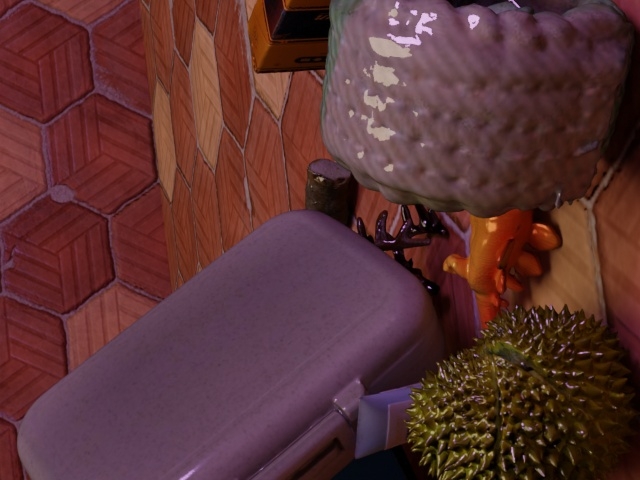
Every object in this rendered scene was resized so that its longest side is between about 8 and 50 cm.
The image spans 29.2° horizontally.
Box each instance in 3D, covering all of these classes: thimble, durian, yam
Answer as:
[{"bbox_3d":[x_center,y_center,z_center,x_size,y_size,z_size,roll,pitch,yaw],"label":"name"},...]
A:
[{"bbox_3d":[0.110,-0.120,0.870,0.219,0.219,0.150,-119,31,-53],"label":"thimble"},{"bbox_3d":[0.146,0.136,0.912,0.146,0.159,0.198,50,135,10],"label":"durian"},{"bbox_3d":[0.000,0.000,1.547,0.253,0.061,0.061,99,158,-44],"label":"yam"}]

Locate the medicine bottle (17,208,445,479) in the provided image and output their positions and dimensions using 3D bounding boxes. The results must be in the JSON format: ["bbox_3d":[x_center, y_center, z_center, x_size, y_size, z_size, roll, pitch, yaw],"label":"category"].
[{"bbox_3d":[-0.082,0.138,1.117,0.282,0.375,0.123,36,158,50],"label":"medicine bottle"}]

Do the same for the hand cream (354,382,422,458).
[{"bbox_3d":[0.105,0.139,1.042,0.043,0.171,0.065,41,136,50],"label":"hand cream"}]

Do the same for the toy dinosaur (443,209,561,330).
[{"bbox_3d":[0.150,-0.037,1.022,0.117,0.070,0.288,21,120,60],"label":"toy dinosaur"}]

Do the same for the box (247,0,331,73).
[{"bbox_3d":[0.026,-0.246,1.214,0.237,0.152,0.070,127,135,-65],"label":"box"}]

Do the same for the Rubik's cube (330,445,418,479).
[{"bbox_3d":[-0.038,0.323,1.267,0.283,0.288,0.293,62,170,-13],"label":"Rubik's cube"}]

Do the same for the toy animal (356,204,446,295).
[{"bbox_3d":[0.066,0.087,1.314,0.243,0.087,0.260,-179,81,-72],"label":"toy animal"}]
